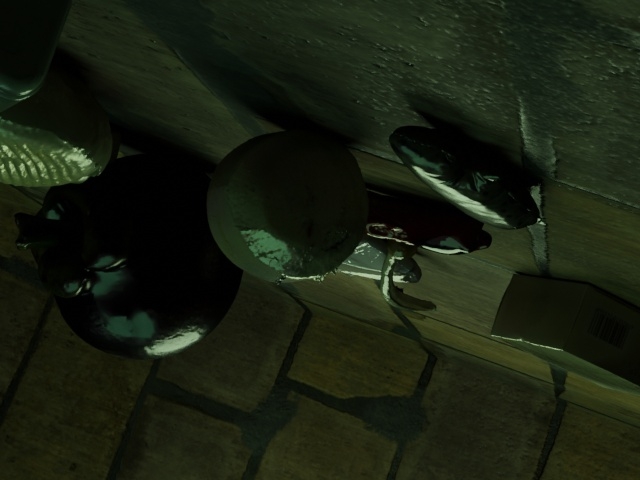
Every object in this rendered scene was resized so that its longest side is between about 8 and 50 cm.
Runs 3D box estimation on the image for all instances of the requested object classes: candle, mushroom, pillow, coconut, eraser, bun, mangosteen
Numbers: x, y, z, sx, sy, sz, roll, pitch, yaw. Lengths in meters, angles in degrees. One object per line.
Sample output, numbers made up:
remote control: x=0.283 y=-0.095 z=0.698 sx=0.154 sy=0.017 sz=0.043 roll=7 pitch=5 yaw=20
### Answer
candle: x=0.062 y=-0.032 z=1.712 sx=0.302 sy=0.059 sz=0.084 roll=15 pitch=159 yaw=28
mushroom: x=0.119 y=0.059 z=2.048 sx=0.068 sy=0.043 sz=0.306 roll=4 pitch=158 yaw=10
pillow: x=0.149 y=-0.050 z=1.360 sx=0.093 sy=0.051 sz=0.241 roll=22 pitch=174 yaw=34
coconut: x=-0.037 y=-0.033 z=1.556 sx=0.171 sy=0.171 sz=0.183 roll=23 pitch=169 yaw=-14
eraser: x=0.000 y=-0.001 z=2.080 sx=0.243 sy=0.059 sz=0.204 roll=11 pitch=170 yaw=32
bun: x=-0.376 y=-0.156 z=1.708 sx=0.287 sy=0.146 sz=0.287 roll=6 pitch=169 yaw=1
mangosteen: x=-0.248 y=0.015 z=2.036 sx=0.297 sy=0.297 sz=0.313 roll=20 pitch=162 yaw=9

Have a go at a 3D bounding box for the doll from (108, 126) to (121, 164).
doll: x=-0.405 y=-0.158 z=1.940 sx=0.278 sy=0.119 sz=0.154 roll=14 pitch=179 yaw=-39

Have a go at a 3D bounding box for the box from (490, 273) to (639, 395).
box: x=0.358 y=0.129 z=1.905 sx=0.212 sy=0.095 sz=0.168 roll=25 pitch=170 yaw=-27

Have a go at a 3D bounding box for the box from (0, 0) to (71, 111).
box: x=-0.368 y=-0.211 z=1.233 sx=0.312 sy=0.175 sz=0.182 roll=26 pitch=163 yaw=-31
